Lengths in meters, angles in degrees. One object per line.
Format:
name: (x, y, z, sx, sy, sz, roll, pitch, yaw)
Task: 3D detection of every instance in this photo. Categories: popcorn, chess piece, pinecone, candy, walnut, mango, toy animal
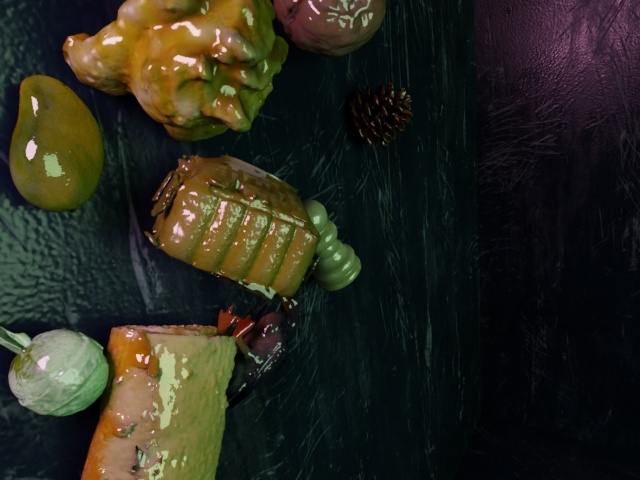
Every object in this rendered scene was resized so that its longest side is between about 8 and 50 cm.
popcorn: (-0.198, -0.292, 0.697, 0.321, 0.290, 0.325, -44, 157, -49)
chess piece: (0.000, 0.000, 1.147, 0.144, 0.145, 0.251, -55, 129, -36)
pinecone: (0.196, -0.399, 1.316, 0.208, 0.208, 0.207, -10, 102, -54)
candy: (-0.459, 0.089, 0.535, 0.440, 0.119, 0.119, 53, 52, -33)
walnut: (0.022, -0.576, 1.010, 0.273, 0.273, 0.227, -55, 167, -36)
mango: (-0.379, -0.135, 0.615, 0.122, 0.086, 0.190, 12, 85, -52)
toy animal: (-0.153, 0.244, 0.953, 0.185, 0.122, 0.298, 50, 55, -45)

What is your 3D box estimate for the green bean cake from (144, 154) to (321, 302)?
green bean cake: (-0.164, -0.052, 0.819, 0.310, 0.285, 0.202, 26, 96, -30)

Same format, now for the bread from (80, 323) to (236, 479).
bread: (-0.286, 0.335, 0.737, 0.237, 0.165, 0.375, 23, 75, -58)
